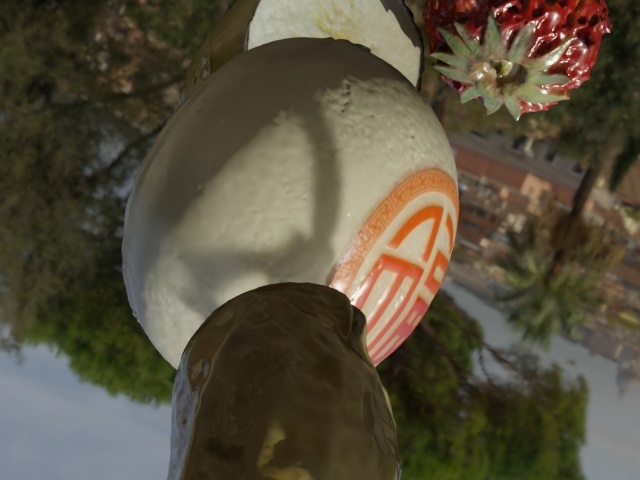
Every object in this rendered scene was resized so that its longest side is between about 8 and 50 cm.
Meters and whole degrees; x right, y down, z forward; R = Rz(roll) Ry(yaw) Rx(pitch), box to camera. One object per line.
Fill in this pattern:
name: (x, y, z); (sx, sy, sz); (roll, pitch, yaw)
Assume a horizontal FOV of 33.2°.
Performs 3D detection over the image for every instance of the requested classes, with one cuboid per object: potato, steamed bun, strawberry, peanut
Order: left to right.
peanut: (-0.030, 0.141, 0.509); (0.130, 0.290, 0.130); (9, 140, 8)
potato: (-0.036, -0.179, 1.235); (0.196, 0.299, 0.246); (-14, 121, 49)
steamed bun: (0.000, 0.000, 0.791); (0.177, 0.283, 0.283); (32, -176, 27)
strawberry: (0.225, -0.277, 1.210); (0.205, 0.244, 0.205); (15, 153, 8)
